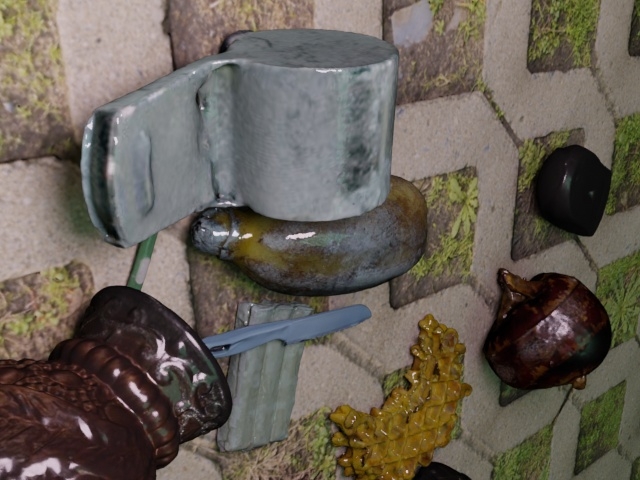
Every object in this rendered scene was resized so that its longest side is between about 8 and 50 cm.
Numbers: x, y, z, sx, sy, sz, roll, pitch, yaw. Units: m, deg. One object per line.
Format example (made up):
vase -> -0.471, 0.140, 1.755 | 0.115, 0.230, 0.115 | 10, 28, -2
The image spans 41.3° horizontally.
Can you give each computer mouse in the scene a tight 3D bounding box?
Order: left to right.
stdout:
computer mouse -> 0.436, -0.093, 1.494 | 0.270, 0.086, 0.137 | 18, 89, -57

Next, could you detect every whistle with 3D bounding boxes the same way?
whistle -> -0.073, -0.118, 0.897 | 0.405, 0.188, 0.168 | -13, 120, -30

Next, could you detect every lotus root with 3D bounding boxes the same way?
lotus root -> 0.000, 0.000, 1.031 | 0.322, 0.140, 0.158 | -9, 151, -38

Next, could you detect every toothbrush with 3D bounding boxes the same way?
toothbrush -> -0.178, -0.037, 0.934 | 0.018, 0.024, 0.257 | 10, 102, -48

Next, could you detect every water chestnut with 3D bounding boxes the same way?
water chestnut -> 0.384, 0.148, 1.486 | 0.223, 0.238, 0.223 | -48, 176, -4

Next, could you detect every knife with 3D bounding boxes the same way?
knife -> -0.035, 0.117, 1.098 | 0.313, 0.019, 0.044 | -8, 121, -44

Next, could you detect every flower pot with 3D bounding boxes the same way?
flower pot -> -0.238, 0.195, 0.816 | 0.267, 0.267, 0.266 | -47, 136, -36

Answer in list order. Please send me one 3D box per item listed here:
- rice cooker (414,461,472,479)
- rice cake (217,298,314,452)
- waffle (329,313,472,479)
rice cooker -> 0.217, 0.455, 1.500 | 0.165, 0.112, 0.106 | 8, 108, -47
rice cake -> -0.075, 0.181, 1.126 | 0.124, 0.038, 0.211 | 3, 105, -47
waffle -> 0.146, 0.285, 1.383 | 0.293, 0.069, 0.259 | -43, 133, -22
